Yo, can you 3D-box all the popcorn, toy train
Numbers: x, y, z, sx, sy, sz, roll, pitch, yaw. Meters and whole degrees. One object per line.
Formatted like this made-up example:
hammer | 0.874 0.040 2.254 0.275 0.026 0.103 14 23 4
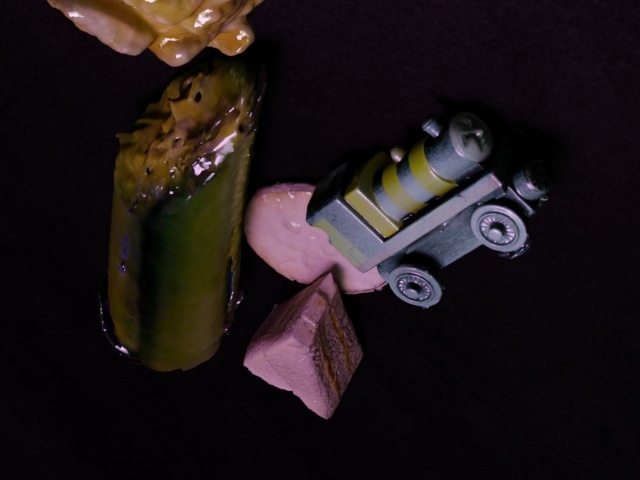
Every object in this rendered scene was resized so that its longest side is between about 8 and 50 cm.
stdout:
popcorn | -0.117 -0.221 1.360 0.167 0.187 0.185 -3 149 -32
toy train | 0.091 -0.031 1.593 0.132 0.083 0.200 42 135 -13

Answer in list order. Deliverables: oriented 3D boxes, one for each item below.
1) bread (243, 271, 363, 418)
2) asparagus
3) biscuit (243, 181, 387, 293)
bread | 0.006 0.096 1.792 0.105 0.077 0.152 32 160 -11
asparagus | -0.119 -0.028 1.686 0.128 0.108 0.382 19 144 5
biscuit | 0.000 0.000 1.736 0.152 0.020 0.152 13 145 9
